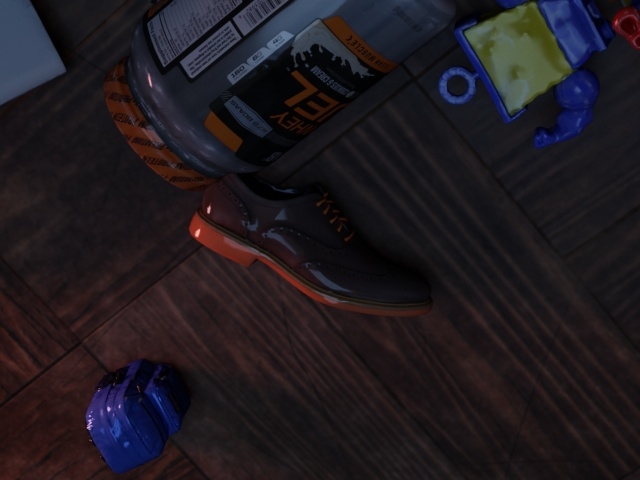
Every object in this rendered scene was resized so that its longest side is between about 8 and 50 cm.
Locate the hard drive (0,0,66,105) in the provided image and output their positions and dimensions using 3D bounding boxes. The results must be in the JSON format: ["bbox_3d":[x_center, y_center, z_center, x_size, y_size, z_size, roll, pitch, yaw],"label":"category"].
[{"bbox_3d":[-0.465,-0.193,1.310,0.353,0.047,0.233,-30,106,-16],"label":"hard drive"}]

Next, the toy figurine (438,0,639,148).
[{"bbox_3d":[0.188,-0.205,1.225,0.217,0.191,0.362,-28,103,23],"label":"toy figurine"}]

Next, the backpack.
[{"bbox_3d":[-0.207,0.194,1.474,0.101,0.120,0.098,-28,103,18],"label":"backpack"}]

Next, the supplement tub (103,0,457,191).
[{"bbox_3d":[-0.044,-0.196,1.257,0.316,0.193,0.193,-36,101,21],"label":"supplement tub"}]

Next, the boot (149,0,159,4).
[{"bbox_3d":[-0.196,-0.277,1.296,0.258,0.095,0.123,-29,105,10],"label":"boot"}]

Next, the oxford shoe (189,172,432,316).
[{"bbox_3d":[0.000,0.000,1.380,0.271,0.097,0.098,22,107,1],"label":"oxford shoe"}]
